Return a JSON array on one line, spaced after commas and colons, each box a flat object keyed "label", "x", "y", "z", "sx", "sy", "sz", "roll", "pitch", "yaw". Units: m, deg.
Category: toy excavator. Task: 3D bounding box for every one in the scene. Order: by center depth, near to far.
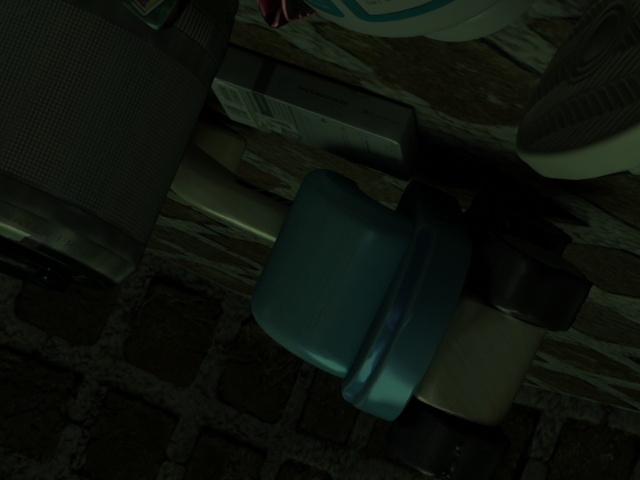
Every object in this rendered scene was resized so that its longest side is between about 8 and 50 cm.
[{"label": "toy excavator", "x": 0.000, "y": 0.000, "z": 1.548, "sx": 0.445, "sy": 0.222, "sz": 0.433, "roll": 25, "pitch": -167, "yaw": -6}]

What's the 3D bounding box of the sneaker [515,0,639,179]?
[{"label": "sneaker", "x": 0.237, "y": -0.069, "z": 0.852, "sx": 0.148, "sy": 0.131, "sz": 0.350, "roll": 29, "pitch": 169, "yaw": -18}]

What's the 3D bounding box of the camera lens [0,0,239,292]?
[{"label": "camera lens", "x": -0.194, "y": -0.115, "z": 1.132, "sx": 0.219, "sy": 0.274, "sz": 0.219, "roll": 21, "pitch": 171, "yaw": 3}]

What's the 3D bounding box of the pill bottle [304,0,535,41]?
[{"label": "pill bottle", "x": 0.016, "y": -0.179, "z": 0.665, "sx": 0.146, "sy": 0.146, "sz": 0.264, "roll": 16, "pitch": 170, "yaw": 31}]

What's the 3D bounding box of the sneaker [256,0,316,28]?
[{"label": "sneaker", "x": -0.013, "y": -0.139, "z": 0.868, "sx": 0.047, "sy": 0.057, "sz": 0.119, "roll": 13, "pitch": 171, "yaw": 38}]

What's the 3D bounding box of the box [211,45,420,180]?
[{"label": "box", "x": -0.004, "y": -0.116, "z": 1.453, "sx": 0.186, "sy": 0.038, "sz": 0.145, "roll": 21, "pitch": 172, "yaw": 10}]

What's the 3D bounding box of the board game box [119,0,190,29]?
[{"label": "board game box", "x": -0.189, "y": -0.219, "z": 0.959, "sx": 0.260, "sy": 0.030, "sz": 0.136, "roll": 39, "pitch": -172, "yaw": -7}]
